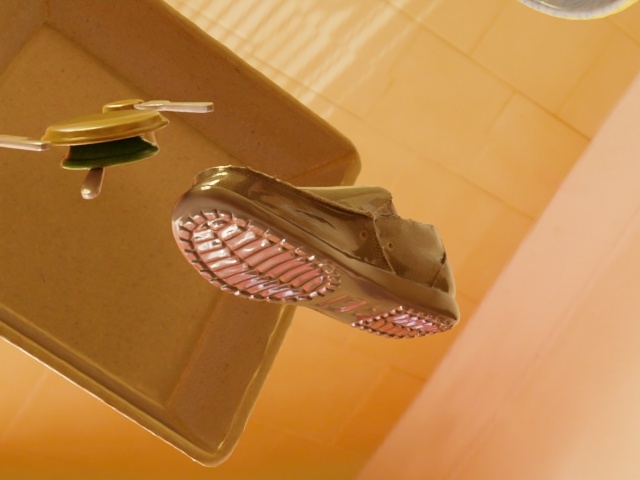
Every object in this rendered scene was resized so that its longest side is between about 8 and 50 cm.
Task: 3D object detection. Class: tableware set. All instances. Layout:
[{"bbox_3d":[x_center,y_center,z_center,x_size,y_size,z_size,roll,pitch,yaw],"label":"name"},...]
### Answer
[{"bbox_3d":[-0.123,-0.028,0.462,0.104,0.154,0.024,10,-67,49],"label":"tableware set"}]

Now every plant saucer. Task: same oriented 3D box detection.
[{"bbox_3d":[-0.163,-0.033,0.962,0.081,0.333,0.332,-36,-156,51],"label":"plant saucer"}]

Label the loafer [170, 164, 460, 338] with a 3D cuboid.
[{"bbox_3d":[0.000,0.000,0.501,0.056,0.148,0.050,-19,-122,36],"label":"loafer"}]

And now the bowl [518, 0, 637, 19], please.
[{"bbox_3d":[0.179,-0.302,0.778,0.156,0.289,0.289,-29,-143,-19],"label":"bowl"}]
